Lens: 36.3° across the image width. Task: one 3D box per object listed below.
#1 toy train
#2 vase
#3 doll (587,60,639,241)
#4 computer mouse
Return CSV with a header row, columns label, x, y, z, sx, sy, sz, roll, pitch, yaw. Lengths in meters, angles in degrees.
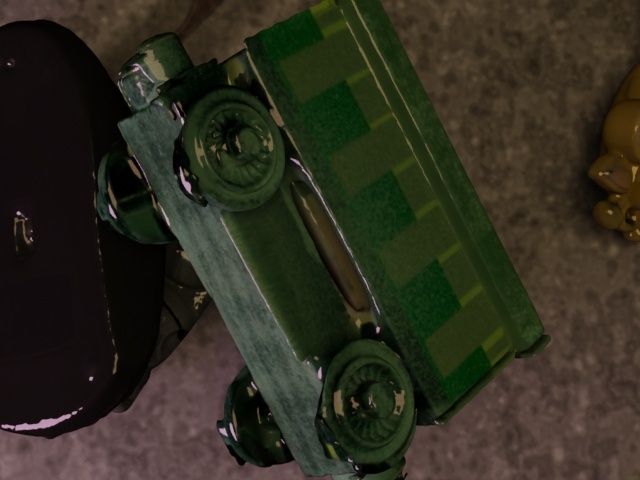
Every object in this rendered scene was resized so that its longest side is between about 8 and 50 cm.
label,x,y,z,sx,sy,sz,roll,pitch,yaw
toy train,0.000,0.000,0.597,0.202,0.120,0.301,-36,102,-36
vase,-0.096,0.020,0.664,0.060,0.060,0.211,29,82,-2
doll,0.263,-0.140,0.704,0.117,0.086,0.291,23,83,-33
computer mouse,-0.168,-0.008,0.635,0.137,0.086,0.270,-14,76,24
